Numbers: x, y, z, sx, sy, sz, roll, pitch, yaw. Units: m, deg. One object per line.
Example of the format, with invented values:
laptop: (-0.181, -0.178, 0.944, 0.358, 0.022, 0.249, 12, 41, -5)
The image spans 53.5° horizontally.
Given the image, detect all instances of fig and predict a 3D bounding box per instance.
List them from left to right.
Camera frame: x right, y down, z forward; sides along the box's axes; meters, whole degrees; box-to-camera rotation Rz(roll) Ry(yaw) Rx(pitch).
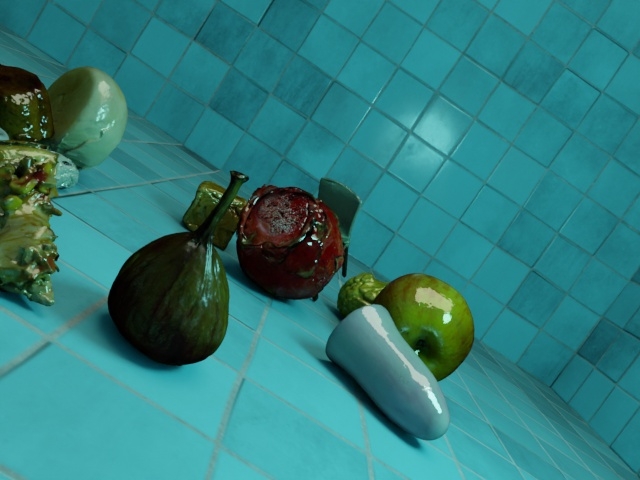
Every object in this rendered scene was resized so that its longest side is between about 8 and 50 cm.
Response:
fig: (-0.206, 0.033, 0.931, 0.190, 0.291, 0.190, 8, 5, -1)

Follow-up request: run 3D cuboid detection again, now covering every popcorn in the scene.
popcorn: (0.160, 0.213, 1.932, 0.200, 0.225, 0.203, -71, 151, -50)

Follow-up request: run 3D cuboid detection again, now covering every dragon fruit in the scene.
dragon fruit: (-0.078, 0.006, 1.660, 0.295, 0.296, 0.301, 37, -1, 28)

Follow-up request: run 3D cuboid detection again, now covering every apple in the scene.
apple: (0.252, 0.240, 1.678, 0.301, 0.302, 0.301, 33, 6, -4)

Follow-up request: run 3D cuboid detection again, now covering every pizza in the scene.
pizza: (-0.466, -0.044, 0.836, 0.251, 0.074, 0.288, 4, 44, -34)

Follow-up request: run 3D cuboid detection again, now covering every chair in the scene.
chair: (0.000, 0.000, 1.855, 0.160, 0.186, 0.319, 37, -36, 26)

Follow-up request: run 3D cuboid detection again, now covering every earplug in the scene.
earplug: (0.158, 0.296, 1.337, 0.172, 0.172, 0.301, 27, 16, -47)

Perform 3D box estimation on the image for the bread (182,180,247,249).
bread: (-0.303, -0.077, 1.815, 0.158, 0.149, 0.143, 25, 6, -16)

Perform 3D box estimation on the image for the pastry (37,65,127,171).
pastry: (-0.578, -0.289, 1.521, 0.264, 0.265, 0.133, 38, -3, 35)

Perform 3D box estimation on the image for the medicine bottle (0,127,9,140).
medicine bottle: (-0.543, -0.123, 0.969, 0.080, 0.130, 0.080, 34, 7, -5)

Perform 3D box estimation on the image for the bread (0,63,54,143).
bread: (-0.689, -0.285, 1.352, 0.231, 0.135, 0.247, -1, 33, -29)

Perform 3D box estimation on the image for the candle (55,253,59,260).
candle: (-0.474, -0.021, 1.044, 0.167, 0.021, 0.026, 39, 7, 34)

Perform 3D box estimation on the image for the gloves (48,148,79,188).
gloves: (-0.578, -0.158, 1.322, 0.114, 0.070, 0.153, 35, 9, 11)
